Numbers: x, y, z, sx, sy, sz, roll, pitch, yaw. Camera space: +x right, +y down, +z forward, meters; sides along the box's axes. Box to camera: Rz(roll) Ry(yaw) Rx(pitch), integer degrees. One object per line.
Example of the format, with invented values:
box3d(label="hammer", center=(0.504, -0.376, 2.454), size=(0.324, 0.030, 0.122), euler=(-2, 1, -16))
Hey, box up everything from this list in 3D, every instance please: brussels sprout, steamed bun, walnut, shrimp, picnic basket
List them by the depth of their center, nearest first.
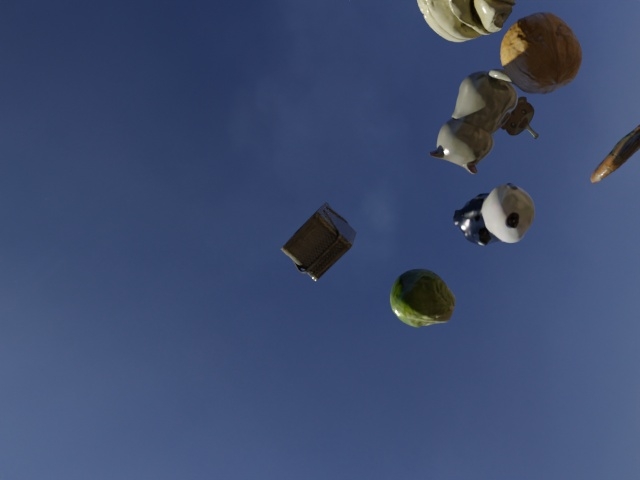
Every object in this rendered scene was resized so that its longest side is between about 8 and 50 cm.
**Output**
box3d(label="steamed bun", center=(0.371, -0.621, 1.377), size=(0.276, 0.289, 0.203), euler=(14, -107, -29))
box3d(label="shrimp", center=(0.806, -0.252, 1.438), size=(0.052, 0.251, 0.143), euler=(41, -137, 4))
box3d(label="walnut", center=(0.583, -0.492, 1.445), size=(0.193, 0.193, 0.226), euler=(10, -129, -42))
box3d(label="brussels sprout", center=(0.292, 0.162, 1.559), size=(0.144, 0.180, 0.162), euler=(98, -179, -46))
box3d(label="picnic basket", center=(0.000, 0.000, 1.629), size=(0.139, 0.267, 0.165), euler=(44, -77, -3))

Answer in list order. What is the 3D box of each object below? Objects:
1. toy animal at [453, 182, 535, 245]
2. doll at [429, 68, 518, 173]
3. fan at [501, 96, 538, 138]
box3d(label="toy animal", center=(0.639, -0.088, 1.933), size=(0.212, 0.266, 0.213), euler=(7, -103, -31))
box3d(label="doll", center=(0.570, -0.446, 1.997), size=(0.370, 0.215, 0.226), euler=(-66, -9, 18))
box3d(label="fan", center=(0.842, -0.485, 2.255), size=(0.226, 0.008, 0.152), euler=(28, -74, -35))
